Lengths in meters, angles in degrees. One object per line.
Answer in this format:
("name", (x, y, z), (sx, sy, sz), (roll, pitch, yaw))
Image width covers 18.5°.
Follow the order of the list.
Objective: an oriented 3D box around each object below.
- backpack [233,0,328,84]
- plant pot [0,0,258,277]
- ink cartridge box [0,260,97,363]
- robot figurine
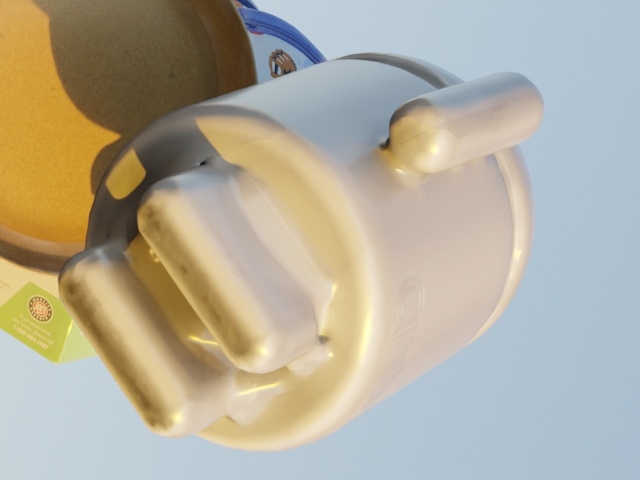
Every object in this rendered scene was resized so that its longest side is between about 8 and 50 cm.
("backpack", (-0.113, -0.084, 1.526), (0.276, 0.263, 0.213), (44, 47, -64))
("plant pot", (-0.156, -0.093, 1.288), (0.032, 0.236, 0.236), (28, -74, 63))
("ink cartridge box", (-0.266, -0.073, 2.104), (0.207, 0.119, 0.353), (30, -71, 26))
("robot figurine", (0.000, 0.000, 1.164), (0.300, 0.353, 0.199), (-35, -95, 34))
